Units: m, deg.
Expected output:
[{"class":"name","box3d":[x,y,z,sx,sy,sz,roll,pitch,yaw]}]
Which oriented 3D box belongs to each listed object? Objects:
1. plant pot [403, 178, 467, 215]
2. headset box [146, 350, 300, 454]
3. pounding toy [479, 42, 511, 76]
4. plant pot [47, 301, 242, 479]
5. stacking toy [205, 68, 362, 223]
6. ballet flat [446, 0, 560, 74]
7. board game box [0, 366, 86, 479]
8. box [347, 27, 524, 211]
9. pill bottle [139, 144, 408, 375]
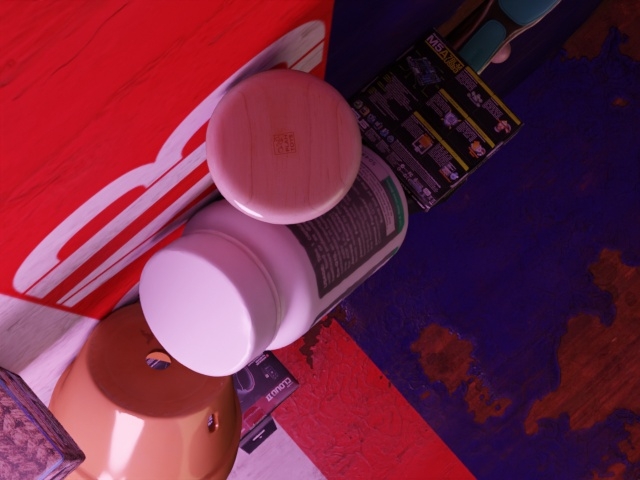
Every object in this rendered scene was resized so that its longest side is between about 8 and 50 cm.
[{"class":"plant pot","box3d":[0.096,-0.120,1.632,0.167,0.188,0.187,-28,174,-7]},{"class":"headset box","box3d":[-0.199,0.254,1.887,0.218,0.293,0.110,-41,176,-26]},{"class":"pounding toy","box3d":[0.295,-0.287,2.090,0.237,0.110,0.183,-41,176,-7]},{"class":"plant pot","box3d":[-0.244,0.226,1.493,0.291,0.291,0.203,-38,159,-38]},{"class":"stacking toy","box3d":[-0.042,-0.086,1.083,0.141,0.141,0.330,-41,-177,-2]},{"class":"ballet flat","box3d":[0.284,-0.352,1.638,0.248,0.086,0.086,-41,176,10]},{"class":"board game box","box3d":[-0.406,0.267,1.162,0.232,0.141,0.291,-41,176,-13]},{"class":"box","box3d":[0.153,-0.168,1.456,0.184,0.190,0.045,-42,174,-8]},{"class":"pill bottle","box3d":[-0.053,0.015,1.355,0.204,0.204,0.361,-45,175,41]}]
